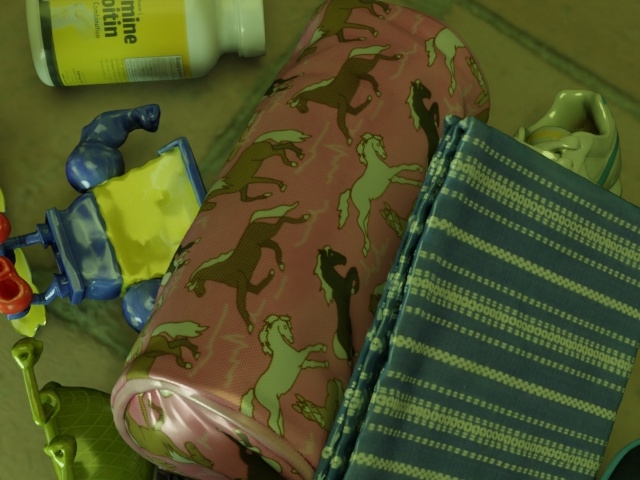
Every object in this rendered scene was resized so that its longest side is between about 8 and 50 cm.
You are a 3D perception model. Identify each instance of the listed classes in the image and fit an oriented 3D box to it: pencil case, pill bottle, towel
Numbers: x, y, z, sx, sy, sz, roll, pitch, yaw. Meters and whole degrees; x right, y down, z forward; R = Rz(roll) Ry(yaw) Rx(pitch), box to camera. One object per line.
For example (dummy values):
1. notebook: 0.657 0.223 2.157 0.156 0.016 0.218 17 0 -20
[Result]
1. pencil case: 0.000 0.000 0.874 0.160 0.167 0.386 17 56 10
2. pill bottle: -0.138 -0.181 1.005 0.184 0.103 0.103 -4 74 -3
3. towel: 0.113 0.114 0.789 0.243 0.040 0.336 22 86 -38

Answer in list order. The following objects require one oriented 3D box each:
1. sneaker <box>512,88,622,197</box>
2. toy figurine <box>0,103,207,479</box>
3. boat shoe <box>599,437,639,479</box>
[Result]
1. sneaker: 0.160 -0.031 0.931 0.087 0.092 0.229 7 36 28
2. toy figurine: -0.130 0.014 0.913 0.217 0.191 0.363 -19 77 -13
3. boat shoe: 0.191 0.251 0.802 0.109 0.089 0.258 24 81 -32
